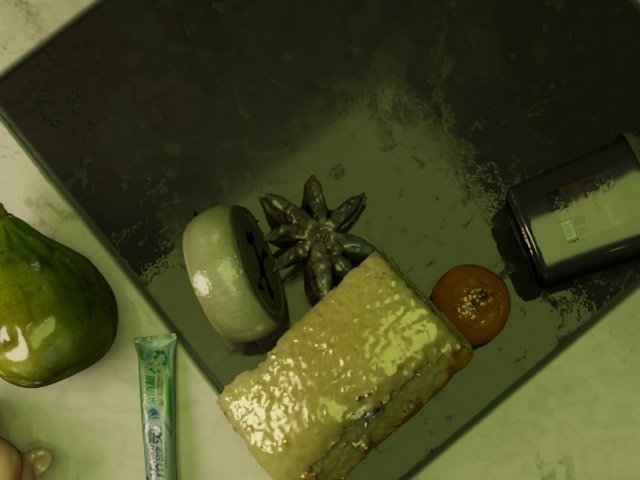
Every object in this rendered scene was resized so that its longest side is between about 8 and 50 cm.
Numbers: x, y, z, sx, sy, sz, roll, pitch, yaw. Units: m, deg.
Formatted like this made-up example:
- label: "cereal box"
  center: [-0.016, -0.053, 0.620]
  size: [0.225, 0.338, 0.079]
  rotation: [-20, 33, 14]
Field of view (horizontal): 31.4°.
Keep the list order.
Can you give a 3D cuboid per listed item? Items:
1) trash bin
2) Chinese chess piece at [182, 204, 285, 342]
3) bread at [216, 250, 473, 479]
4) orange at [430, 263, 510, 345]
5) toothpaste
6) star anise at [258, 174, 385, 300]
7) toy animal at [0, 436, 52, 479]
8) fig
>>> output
- label: "trash bin"
  center: [0.466, -0.050, 1.875]
  size: [0.290, 0.182, 0.209]
  rotation: [-21, 80, 4]
- label: "Chinese chess piece"
  center: [-0.137, 0.049, 1.845]
  size: [0.092, 0.238, 0.237]
  rotation: [-21, 79, 13]
- label: "bread"
  center: [0.039, 0.224, 1.806]
  size: [0.375, 0.165, 0.236]
  rotation: [-42, 72, 8]
- label: "orange"
  center: [0.247, 0.104, 1.880]
  size: [0.136, 0.117, 0.135]
  rotation: [-3, 72, 8]
- label: "toothpaste"
  center: [-0.268, 0.304, 1.897]
  size: [0.075, 0.048, 0.296]
  rotation: [-6, 75, 4]
- label: "star anise"
  center: [0.000, 0.000, 1.908]
  size: [0.229, 0.093, 0.236]
  rotation: [12, 60, -8]
- label: "toy animal"
  center: [-0.589, 0.428, 1.782]
  size: [0.345, 0.277, 0.247]
  rotation: [-45, 99, -6]
- label: "fig"
  center: [-0.443, 0.084, 1.856]
  size: [0.233, 0.233, 0.314]
  rotation: [-1, 74, 2]
